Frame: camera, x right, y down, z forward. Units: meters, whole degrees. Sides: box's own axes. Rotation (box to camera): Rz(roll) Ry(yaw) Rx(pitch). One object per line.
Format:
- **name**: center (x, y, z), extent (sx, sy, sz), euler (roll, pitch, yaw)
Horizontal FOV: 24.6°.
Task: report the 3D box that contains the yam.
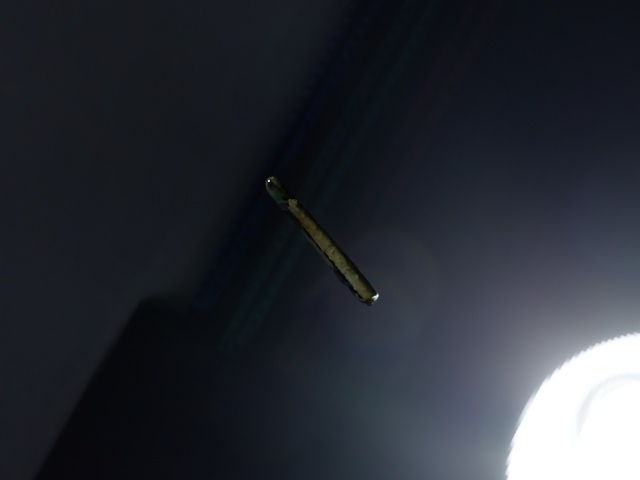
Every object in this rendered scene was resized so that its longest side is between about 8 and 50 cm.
- **yam**: center (0.000, 0.000, 0.955), extent (0.107, 0.014, 0.014), euler (50, -1, 7)
